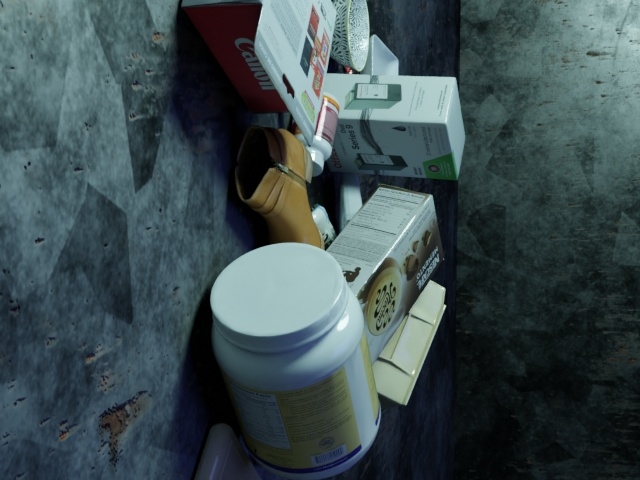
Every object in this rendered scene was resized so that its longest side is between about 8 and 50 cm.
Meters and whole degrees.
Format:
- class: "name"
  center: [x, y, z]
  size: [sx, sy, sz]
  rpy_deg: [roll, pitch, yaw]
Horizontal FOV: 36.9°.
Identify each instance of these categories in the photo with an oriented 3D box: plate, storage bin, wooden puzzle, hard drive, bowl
- class: "plate"
  center: [0.141, -0.346, 2.388]
  size: [0.277, 0.045, 0.278]
  rpy_deg: [9, 84, -72]
- class: "storage bin"
  center: [0.116, 0.210, 1.932]
  size: [0.260, 0.123, 0.262]
  rpy_deg: [-65, -171, -22]
- class: "wooden puzzle"
  center: [-0.156, 0.439, 1.521]
  size: [0.239, 0.044, 0.221]
  rpy_deg: [66, 31, -47]
- class: "hard drive"
  center: [0.062, 0.017, 1.983]
  size: [0.353, 0.047, 0.233]
  rpy_deg: [-88, 178, -72]
- class: "bowl"
  center: [0.043, -0.436, 1.988]
  size: [0.170, 0.080, 0.170]
  rpy_deg: [2, 90, -74]

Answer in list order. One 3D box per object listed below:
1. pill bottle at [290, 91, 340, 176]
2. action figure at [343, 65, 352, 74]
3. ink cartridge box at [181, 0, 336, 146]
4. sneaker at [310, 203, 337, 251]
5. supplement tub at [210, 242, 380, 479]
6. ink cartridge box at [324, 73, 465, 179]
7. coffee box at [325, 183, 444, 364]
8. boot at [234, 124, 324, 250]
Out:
- class: "pill bottle"
  center: [-0.015, -0.202, 1.815]
  size: [0.086, 0.086, 0.152]
  rpy_deg: [63, 33, -58]
- class: "action figure"
  center: [0.067, -0.428, 2.164]
  size: [0.038, 0.030, 0.115]
  rpy_deg: [5, 89, -78]
- class: "ink cartridge box"
  center: [-0.089, -0.327, 1.475]
  size: [0.309, 0.130, 0.272]
  rpy_deg: [56, 39, -62]
- class: "sneaker"
  center: [0.000, 0.000, 1.830]
  size: [0.085, 0.086, 0.237]
  rpy_deg: [-47, 163, -9]
- class: "supplement tub"
  center: [-0.039, 0.194, 1.523]
  size: [0.241, 0.241, 0.331]
  rpy_deg: [-69, 155, -46]
- class: "ink cartridge box"
  center: [0.141, -0.234, 1.985]
  size: [0.211, 0.289, 0.122]
  rpy_deg: [64, 35, -57]
- class: "coffee box"
  center: [0.097, 0.058, 1.721]
  size: [0.297, 0.118, 0.168]
  rpy_deg: [-51, 140, -35]
- class: "boot"
  center: [-0.069, -0.050, 1.616]
  size: [0.220, 0.109, 0.284]
  rpy_deg: [18, 77, -72]
